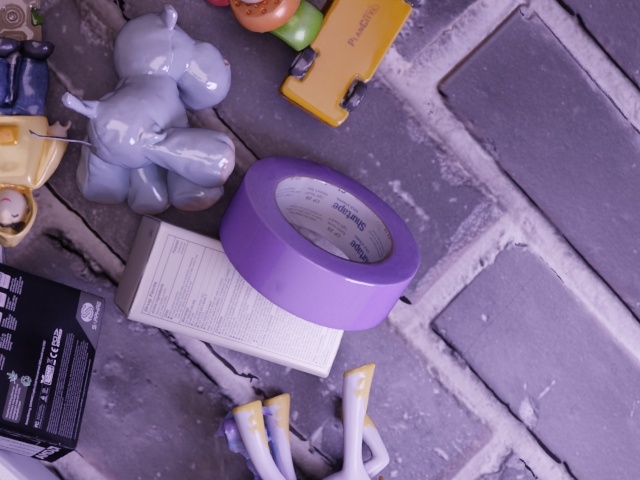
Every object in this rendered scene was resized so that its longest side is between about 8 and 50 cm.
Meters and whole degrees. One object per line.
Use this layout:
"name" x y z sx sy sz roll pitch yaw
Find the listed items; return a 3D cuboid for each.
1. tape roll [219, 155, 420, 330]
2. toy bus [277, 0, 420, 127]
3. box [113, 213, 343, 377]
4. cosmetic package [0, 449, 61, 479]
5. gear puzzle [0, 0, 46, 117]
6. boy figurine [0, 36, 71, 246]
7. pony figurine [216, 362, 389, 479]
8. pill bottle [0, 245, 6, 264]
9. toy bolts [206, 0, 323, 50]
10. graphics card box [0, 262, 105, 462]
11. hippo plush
"tape roll" 0.000 0.000 1.648 0.275 0.274 0.090 26 120 -11
"toy bus" 0.060 -0.328 1.713 0.108 0.130 0.332 32 88 -12
"box" -0.122 0.079 1.686 0.311 0.121 0.148 21 90 -21
"cosmetic package" -0.548 0.338 1.629 0.453 0.161 0.230 44 84 -10
"gear puzzle" -0.480 -0.283 1.662 0.176 0.044 0.338 -3 95 -17
"boy figurine" -0.435 -0.133 1.616 0.177 0.092 0.285 6 90 -23
"pony figurine" -0.013 0.398 1.702 0.351 0.303 0.363 -16 81 -18
"pill bottle" -0.508 0.034 1.664 0.120 0.067 0.067 -5 95 -10
"toy bolts" -0.095 -0.404 1.620 0.229 0.158 0.218 26 84 27
"graphics card box" -0.483 0.132 1.551 0.371 0.094 0.232 21 57 -27
"hippo plush" -0.250 -0.189 1.656 0.294 0.234 0.236 22 58 -28
